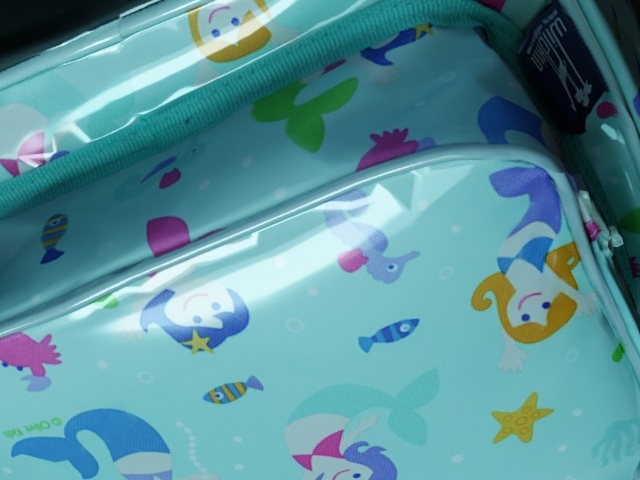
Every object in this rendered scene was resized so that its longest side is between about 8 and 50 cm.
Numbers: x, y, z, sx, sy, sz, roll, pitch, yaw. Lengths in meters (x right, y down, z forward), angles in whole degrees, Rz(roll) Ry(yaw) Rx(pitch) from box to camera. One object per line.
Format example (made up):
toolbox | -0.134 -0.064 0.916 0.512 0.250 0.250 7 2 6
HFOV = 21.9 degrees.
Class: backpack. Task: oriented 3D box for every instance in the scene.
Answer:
backpack | 0.000 0.000 0.486 0.225 0.191 0.253 -21 143 16
